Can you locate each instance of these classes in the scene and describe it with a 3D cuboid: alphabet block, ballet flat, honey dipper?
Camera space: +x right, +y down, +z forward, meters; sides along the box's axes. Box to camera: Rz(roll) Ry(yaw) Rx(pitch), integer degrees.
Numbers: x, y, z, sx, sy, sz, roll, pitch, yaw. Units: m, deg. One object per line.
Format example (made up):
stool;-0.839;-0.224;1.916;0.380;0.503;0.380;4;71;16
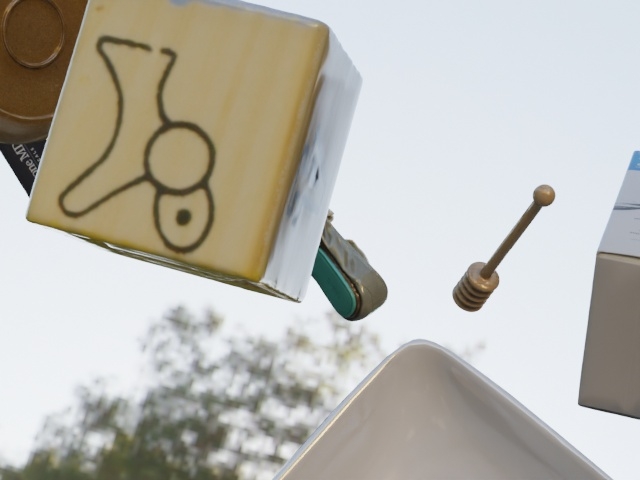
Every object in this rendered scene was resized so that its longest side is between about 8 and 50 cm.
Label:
alphabet block;-0.090;-0.074;1.186;0.192;0.197;0.193;15;-4;14
ballet flat;0.000;0.000;1.747;0.213;0.068;0.072;53;-41;16
honey dipper;0.150;0.004;1.248;0.030;0.030;0.161;19;-40;-7

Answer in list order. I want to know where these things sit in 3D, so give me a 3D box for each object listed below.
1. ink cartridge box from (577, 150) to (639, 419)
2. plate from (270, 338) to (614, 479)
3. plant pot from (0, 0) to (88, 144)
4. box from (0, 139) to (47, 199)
ink cartridge box;0.419;0.052;1.914;0.129;0.307;0.223;10;-61;16
plate;0.045;0.210;0.507;0.277;0.278;0.045;37;-16;27
plant pot;-0.299;-0.214;1.564;0.032;0.236;0.236;11;-26;45
box;-0.289;-0.246;1.942;0.312;0.343;0.179;-31;-1;5
